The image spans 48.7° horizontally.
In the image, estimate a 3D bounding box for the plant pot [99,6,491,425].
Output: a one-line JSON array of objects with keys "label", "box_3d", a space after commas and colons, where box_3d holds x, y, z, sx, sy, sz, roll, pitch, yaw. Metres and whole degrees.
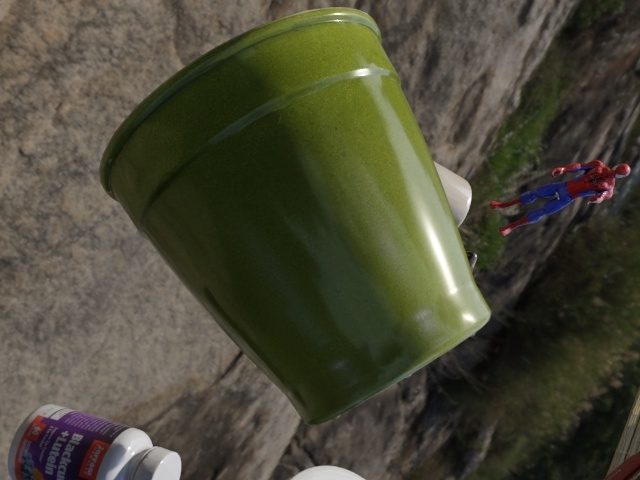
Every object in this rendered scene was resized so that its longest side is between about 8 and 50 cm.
[{"label": "plant pot", "box_3d": [0.000, 0.000, 0.799, 0.367, 0.352, 0.366, -30, 170, -6]}]

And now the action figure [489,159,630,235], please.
[{"label": "action figure", "box_3d": [0.460, -0.089, 1.389, 0.280, 0.091, 0.139, -24, 170, 34]}]

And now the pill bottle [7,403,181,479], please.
[{"label": "pill bottle", "box_3d": [-0.280, 0.281, 0.889, 0.108, 0.194, 0.108, 11, 90, -74]}]

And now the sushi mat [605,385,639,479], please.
[{"label": "sushi mat", "box_3d": [0.561, 0.293, 1.153, 0.316, 0.152, 0.019, -70, -162, 1]}]

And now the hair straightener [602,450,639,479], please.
[{"label": "hair straightener", "box_3d": [0.464, 0.315, 0.958, 0.230, 0.089, 0.047, -34, 174, -20]}]

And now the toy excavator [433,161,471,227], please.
[{"label": "toy excavator", "box_3d": [0.075, 0.054, 1.322, 0.432, 0.222, 0.445, -63, -161, 1]}]

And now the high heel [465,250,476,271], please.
[{"label": "high heel", "box_3d": [0.250, 0.029, 1.539, 0.093, 0.261, 0.186, 37, 118, -26]}]

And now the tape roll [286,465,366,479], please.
[{"label": "tape roll", "box_3d": [-0.016, 0.433, 0.898, 0.169, 0.246, 0.246, -41, 167, 34]}]
